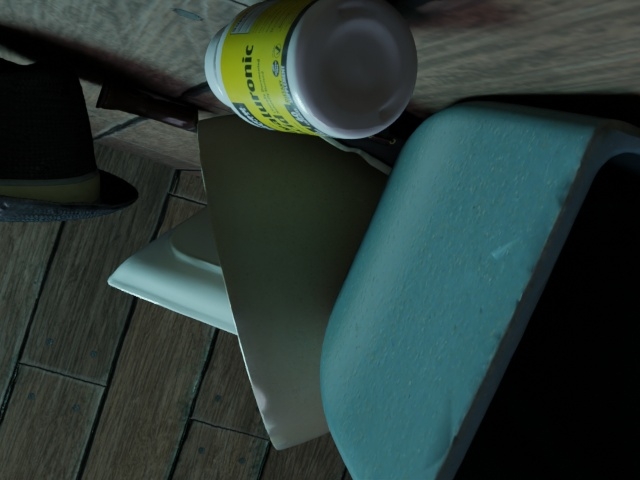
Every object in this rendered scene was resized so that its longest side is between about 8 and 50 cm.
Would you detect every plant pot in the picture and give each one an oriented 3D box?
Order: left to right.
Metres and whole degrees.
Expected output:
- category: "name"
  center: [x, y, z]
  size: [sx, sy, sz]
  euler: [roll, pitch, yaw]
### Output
- category: "plant pot"
  center: [0.023, 0.014, 0.868]
  size: [0.191, 0.284, 0.284]
  euler: [-14, 179, 0]
- category: "plant pot"
  center: [0.138, 0.051, 0.651]
  size: [0.248, 0.247, 0.252]
  euler: [18, -171, -28]

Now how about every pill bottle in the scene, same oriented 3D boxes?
- category: "pill bottle"
  center: [-0.011, -0.084, 0.492]
  size: [0.065, 0.065, 0.116]
  euler: [18, 179, -30]

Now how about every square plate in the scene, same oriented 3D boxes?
- category: "square plate"
  center: [0.000, 0.000, 1.150]
  size: [0.347, 0.049, 0.344]
  euler: [17, -145, 29]

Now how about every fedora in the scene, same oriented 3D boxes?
- category: "fedora"
  center: [-0.337, -0.122, 1.086]
  size: [0.334, 0.152, 0.334]
  euler: [9, -169, -2]

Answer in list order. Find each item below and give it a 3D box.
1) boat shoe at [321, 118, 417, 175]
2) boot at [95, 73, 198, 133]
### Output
- category: "boat shoe"
  center: [0.024, -0.083, 0.726]
  size: [0.133, 0.042, 0.049]
  euler: [20, -158, -49]
- category: "boot"
  center: [-0.182, -0.143, 1.116]
  size: [0.114, 0.037, 0.106]
  euler: [21, -168, -10]
